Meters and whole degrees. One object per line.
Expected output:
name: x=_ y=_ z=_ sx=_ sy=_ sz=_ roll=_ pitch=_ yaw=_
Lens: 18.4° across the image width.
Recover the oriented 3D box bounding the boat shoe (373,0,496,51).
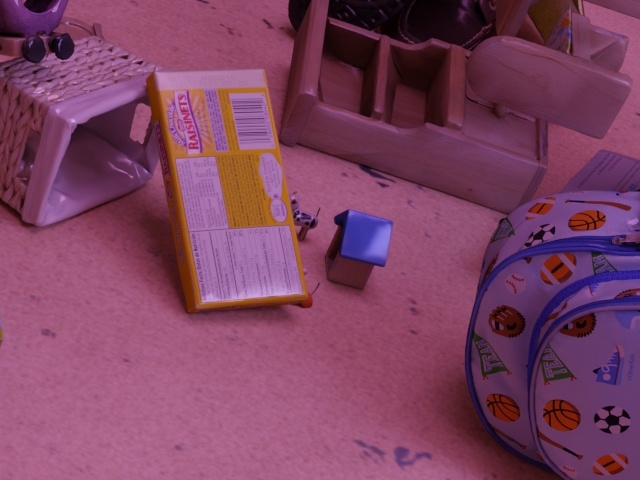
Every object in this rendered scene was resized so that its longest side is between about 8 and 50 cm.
boat shoe: x=0.153 y=-0.274 z=2.197 sx=0.123 sy=0.123 sz=0.342 roll=28 pitch=30 yaw=8

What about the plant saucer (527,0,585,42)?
plant saucer: x=0.257 y=-0.326 z=2.254 sx=0.188 sy=0.045 sz=0.188 roll=47 pitch=35 yaw=-55

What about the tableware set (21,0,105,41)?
tableware set: x=-0.283 y=-0.201 z=1.883 sx=0.169 sy=0.020 sz=0.141 roll=19 pitch=30 yaw=-7

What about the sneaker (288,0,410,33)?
sneaker: x=0.095 y=-0.300 z=2.097 sx=0.109 sy=0.286 sz=0.130 roll=58 pitch=10 yaw=9

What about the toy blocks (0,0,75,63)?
toy blocks: x=-0.396 y=-0.280 z=1.593 sx=0.309 sy=0.260 sz=0.289 roll=13 pitch=17 yaw=41

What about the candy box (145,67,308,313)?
candy box: x=-0.078 y=-0.043 z=1.646 sx=0.105 sy=0.027 sz=0.205 roll=-4 pitch=76 yaw=-26

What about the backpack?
backpack: x=0.247 y=0.084 z=1.576 sx=0.263 sy=0.276 sz=0.213 roll=6 pitch=24 yaw=16

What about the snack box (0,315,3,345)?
snack box: x=-0.294 y=0.036 z=1.480 sx=0.100 sy=0.037 sz=0.141 roll=12 pitch=32 yaw=-22

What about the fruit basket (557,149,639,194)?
fruit basket: x=0.383 y=0.030 z=1.887 sx=0.353 sy=0.165 sz=0.327 roll=16 pitch=26 yaw=18

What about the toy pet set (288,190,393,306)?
toy pet set: x=0.000 y=0.000 z=1.713 sx=0.114 sy=0.065 sz=0.122 roll=15 pitch=31 yaw=-15

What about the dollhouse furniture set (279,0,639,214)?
dollhouse furniture set: x=0.150 y=-0.248 z=1.863 sx=0.256 sy=0.394 sz=0.362 roll=18 pitch=40 yaw=-10

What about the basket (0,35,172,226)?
basket: x=-0.214 y=-0.099 z=1.677 sx=0.103 sy=0.113 sz=0.167 roll=32 pitch=30 yaw=19
